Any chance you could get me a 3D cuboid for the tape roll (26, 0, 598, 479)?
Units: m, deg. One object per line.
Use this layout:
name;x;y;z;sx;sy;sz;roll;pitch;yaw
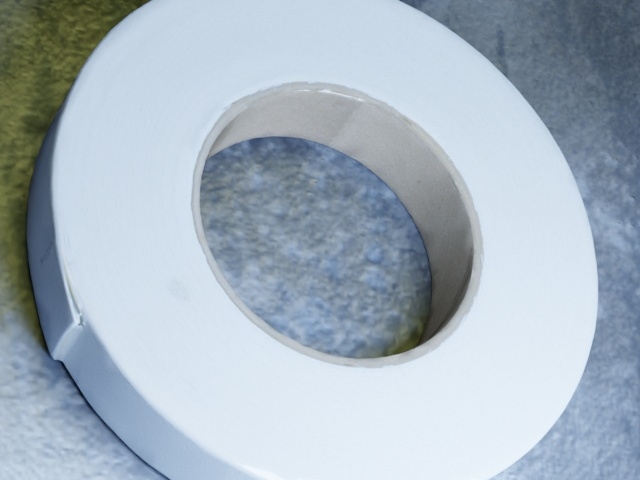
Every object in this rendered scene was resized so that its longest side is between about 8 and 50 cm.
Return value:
tape roll;0.000;0.000;1.076;0.392;0.072;0.392;10;62;-20
